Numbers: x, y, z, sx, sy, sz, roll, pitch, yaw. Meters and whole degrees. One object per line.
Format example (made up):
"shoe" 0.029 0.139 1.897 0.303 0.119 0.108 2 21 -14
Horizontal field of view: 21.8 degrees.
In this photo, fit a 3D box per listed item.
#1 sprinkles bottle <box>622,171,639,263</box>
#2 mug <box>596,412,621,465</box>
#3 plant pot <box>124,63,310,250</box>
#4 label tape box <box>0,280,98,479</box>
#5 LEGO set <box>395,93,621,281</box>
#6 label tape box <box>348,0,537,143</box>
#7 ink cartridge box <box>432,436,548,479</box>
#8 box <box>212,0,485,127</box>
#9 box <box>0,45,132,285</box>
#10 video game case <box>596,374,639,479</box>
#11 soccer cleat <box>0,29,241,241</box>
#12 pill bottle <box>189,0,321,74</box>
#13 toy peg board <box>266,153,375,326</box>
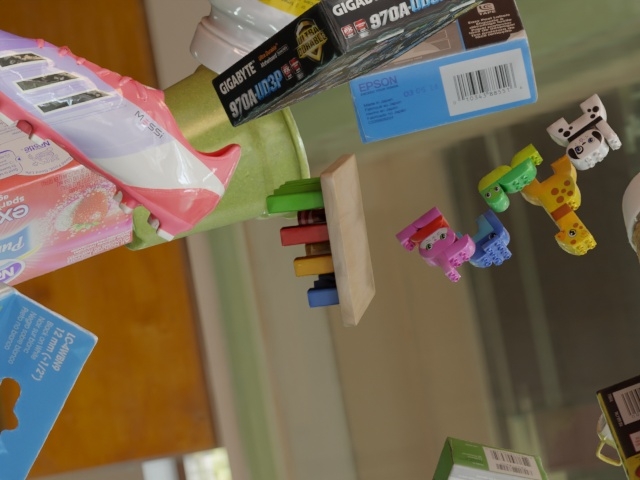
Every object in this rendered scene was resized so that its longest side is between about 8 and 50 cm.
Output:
"sprinkles bottle" 0.373 0.078 1.575 0.121 0.355 0.121 -2 136 -2
"mug" 0.400 0.259 2.210 0.064 0.078 0.062 23 173 -8
"plant pot" -0.192 -0.115 2.377 0.254 0.276 0.276 -23 180 -20
"label tape box" -0.374 0.101 1.225 0.249 0.348 0.115 -58 -174 36
"LEGO set" 0.198 -0.021 1.550 0.227 0.093 0.087 -36 145 6
"label tape box" 0.151 -0.280 2.286 0.241 0.106 0.333 -13 -148 5
"ink cartridge box" 0.162 0.325 1.807 0.109 0.209 0.062 13 -158 -9
"box" 0.028 -0.174 1.421 0.175 0.051 0.220 -25 180 -29
"box" -0.336 -0.042 1.529 0.300 0.154 0.142 -22 146 -22
"video game case" 0.426 0.187 1.587 0.275 0.035 0.248 -22 -143 7
"soccer cleat" -0.171 -0.099 1.234 0.248 0.095 0.083 38 178 -22
"pill bottle" -0.028 -0.347 1.938 0.188 0.334 0.188 22 -164 -7
"toy peg board" 0.000 0.000 1.777 0.079 0.160 0.161 -7 -171 11
